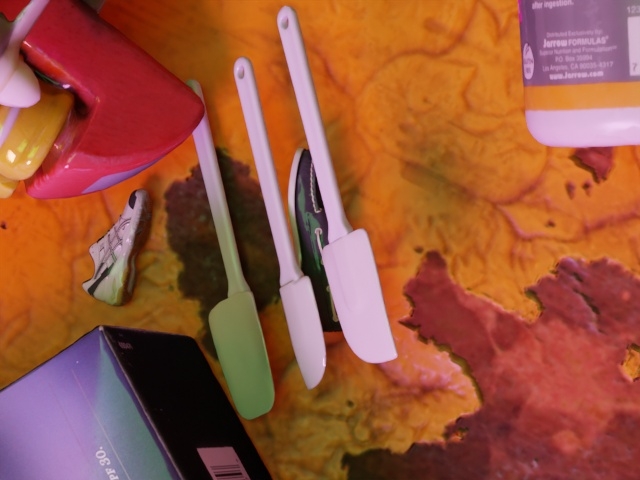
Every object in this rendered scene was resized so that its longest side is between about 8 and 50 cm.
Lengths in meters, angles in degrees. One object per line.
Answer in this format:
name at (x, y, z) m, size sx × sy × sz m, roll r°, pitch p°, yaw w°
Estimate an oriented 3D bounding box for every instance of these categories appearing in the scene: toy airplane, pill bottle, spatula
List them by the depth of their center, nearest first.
pill bottle at (0.191, -0.196, 1.090) m, size 0.162 × 0.162 × 0.278 m, roll -3°, pitch 94°, yaw 15°
toy airplane at (-0.303, -0.108, 1.180) m, size 0.384 × 0.386 × 0.272 m, roll -1°, pitch 72°, yaw 15°
spatula at (-0.033, -0.016, 1.245) m, size 0.168 × 0.019 × 0.242 m, roll -29°, pitch 71°, yaw 50°

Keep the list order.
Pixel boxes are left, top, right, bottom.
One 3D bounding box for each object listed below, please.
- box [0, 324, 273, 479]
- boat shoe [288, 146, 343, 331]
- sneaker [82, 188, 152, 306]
box at (-0.159, 0.256, 1.210) m, size 0.294 × 0.183 × 0.296 m, roll -33°, pitch 77°, yaw 11°
boat shoe at (0.000, 0.000, 1.263) m, size 0.038 × 0.046 × 0.125 m, roll -1°, pitch 87°, yaw 15°
sneaker at (-0.142, 0.002, 1.307) m, size 0.037 × 0.032 × 0.083 m, roll 16°, pitch 88°, yaw 16°
